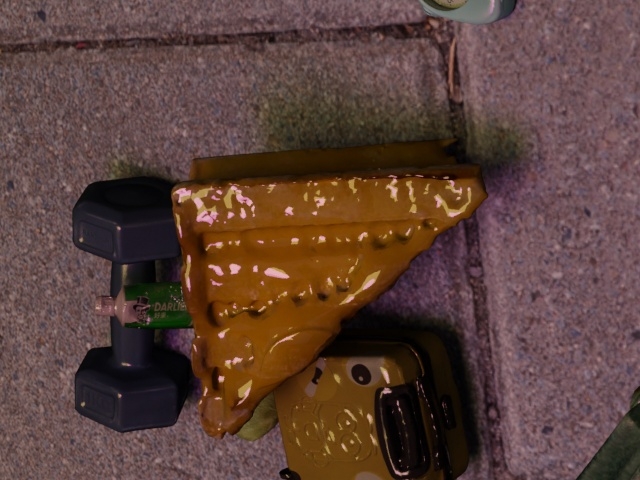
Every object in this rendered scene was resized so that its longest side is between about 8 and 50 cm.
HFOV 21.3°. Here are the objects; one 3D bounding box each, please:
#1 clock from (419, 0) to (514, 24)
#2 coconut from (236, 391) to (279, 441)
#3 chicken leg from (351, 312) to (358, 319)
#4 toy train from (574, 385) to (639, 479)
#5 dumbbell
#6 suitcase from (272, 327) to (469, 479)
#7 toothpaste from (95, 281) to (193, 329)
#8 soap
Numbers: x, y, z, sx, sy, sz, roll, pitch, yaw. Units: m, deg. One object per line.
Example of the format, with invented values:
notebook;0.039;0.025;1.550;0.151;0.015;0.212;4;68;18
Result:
clock;0.135;-0.287;1.794;0.147;0.045;0.108;13;114;36
coconut;-0.086;0.207;2.135;0.088;0.096;0.087;-30;49;41
chicken leg;0.003;0.000;1.984;0.101;0.085;0.207;-7;111;7
toy train;0.404;0.256;1.658;0.299;0.238;0.167;43;131;20
dumbbell;-0.239;0.084;2.172;0.144;0.156;0.316;6;113;5
suitcase;0.056;0.198;1.977;0.235;0.143;0.193;-2;105;40
toothpaste;-0.149;0.077;2.072;0.248;0.047;0.078;-1;109;-8
soap;0.025;0.056;1.868;0.339;0.169;0.304;-3;111;9
